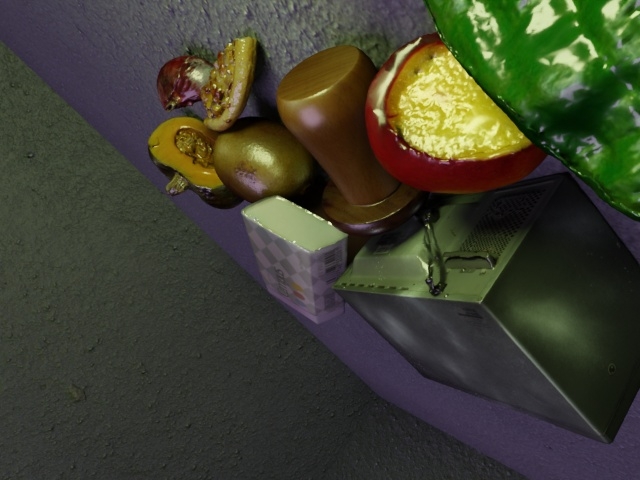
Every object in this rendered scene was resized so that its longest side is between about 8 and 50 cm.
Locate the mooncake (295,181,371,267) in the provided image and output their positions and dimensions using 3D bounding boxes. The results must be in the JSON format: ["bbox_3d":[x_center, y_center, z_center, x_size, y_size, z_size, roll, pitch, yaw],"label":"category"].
[{"bbox_3d":[0.000,0.000,1.204,0.326,0.174,0.334,25,156,24],"label":"mooncake"}]

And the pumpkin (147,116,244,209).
[{"bbox_3d":[-0.358,-0.212,1.342,0.317,0.221,0.139,36,161,8],"label":"pumpkin"}]

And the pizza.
[{"bbox_3d":[-0.188,-0.299,0.916,0.246,0.058,0.127,-27,71,52],"label":"pizza"}]

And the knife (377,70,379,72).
[{"bbox_3d":[0.043,-0.260,0.767,0.210,0.015,0.028,14,144,51],"label":"knife"}]

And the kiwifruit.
[{"bbox_3d":[-0.117,-0.168,1.023,0.234,0.196,0.196,35,162,23],"label":"kiwifruit"}]

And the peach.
[{"bbox_3d":[0.161,-0.145,0.531,0.196,0.190,0.226,61,162,-15],"label":"peach"}]

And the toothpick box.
[{"bbox_3d":[0.056,-0.140,0.735,0.192,0.192,0.294,21,155,45],"label":"toothpick box"}]

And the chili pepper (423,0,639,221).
[{"bbox_3d":[0.232,-0.178,0.357,0.385,0.167,0.213,51,138,15],"label":"chili pepper"}]

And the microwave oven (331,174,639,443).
[{"bbox_3d":[0.270,0.098,0.813,0.374,0.236,0.432,45,161,-16],"label":"microwave oven"}]

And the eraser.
[{"bbox_3d":[-0.045,0.064,1.067,0.213,0.082,0.396,30,155,19],"label":"eraser"}]

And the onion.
[{"bbox_3d":[-0.308,-0.358,1.039,0.206,0.151,0.098,2,127,37],"label":"onion"}]
